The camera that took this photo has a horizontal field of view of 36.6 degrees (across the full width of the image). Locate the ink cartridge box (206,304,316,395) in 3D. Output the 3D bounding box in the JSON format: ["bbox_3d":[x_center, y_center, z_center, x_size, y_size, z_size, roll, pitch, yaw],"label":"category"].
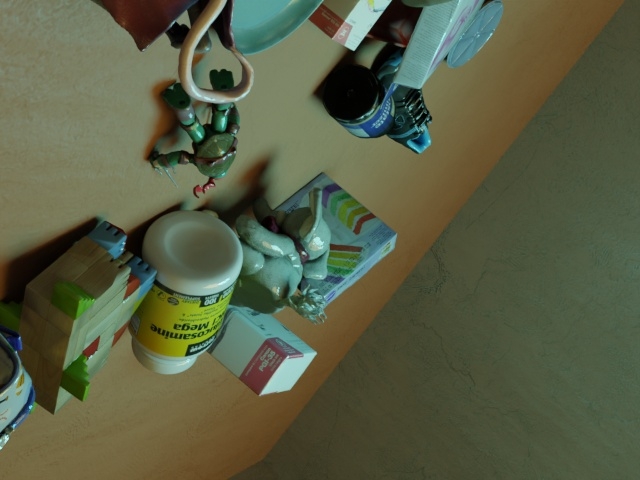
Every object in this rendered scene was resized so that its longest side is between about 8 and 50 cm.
[{"bbox_3d":[-0.175,0.218,2.206,0.117,0.283,0.207,-54,163,8],"label":"ink cartridge box"}]

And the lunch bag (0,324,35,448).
[{"bbox_3d":[-0.508,0.164,1.200,0.243,0.303,0.115,-39,152,-28],"label":"lunch bag"}]

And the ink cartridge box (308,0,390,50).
[{"bbox_3d":[0.078,-0.445,1.723,0.198,0.067,0.115,-53,163,14],"label":"ink cartridge box"}]

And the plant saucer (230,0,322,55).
[{"bbox_3d":[-0.054,-0.424,1.473,0.317,0.044,0.317,-44,165,-15],"label":"plant saucer"}]

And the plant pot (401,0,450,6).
[{"bbox_3d":[0.220,-0.543,1.592,0.284,0.284,0.191,-42,119,-19],"label":"plant pot"}]

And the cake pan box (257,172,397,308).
[{"bbox_3d":[0.000,0.000,2.226,0.267,0.246,0.070,-38,157,-27],"label":"cake pan box"}]

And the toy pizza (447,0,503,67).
[{"bbox_3d":[0.375,-0.513,2.387,0.201,0.032,0.201,-42,163,-16],"label":"toy pizza"}]

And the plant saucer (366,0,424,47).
[{"bbox_3d":[0.183,-0.507,1.888,0.259,0.048,0.258,-53,163,19],"label":"plant saucer"}]

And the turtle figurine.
[{"bbox_3d":[-0.188,-0.171,1.604,0.175,0.118,0.234,-40,156,-25],"label":"turtle figurine"}]

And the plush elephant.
[{"bbox_3d":[-0.092,0.009,2.024,0.272,0.330,0.255,96,20,-52],"label":"plush elephant"}]

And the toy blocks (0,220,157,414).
[{"bbox_3d":[-0.395,0.115,1.665,0.261,0.191,0.381,-49,169,-43],"label":"toy blocks"}]

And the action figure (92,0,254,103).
[{"bbox_3d":[-0.122,-0.369,1.076,0.370,0.276,0.248,-42,163,31],"label":"action figure"}]

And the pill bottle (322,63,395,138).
[{"bbox_3d":[0.089,-0.282,2.025,0.123,0.123,0.219,-50,163,6],"label":"pill bottle"}]

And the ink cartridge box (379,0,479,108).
[{"bbox_3d":[0.257,-0.441,1.906,0.324,0.071,0.330,-53,170,-43],"label":"ink cartridge box"}]

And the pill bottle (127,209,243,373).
[{"bbox_3d":[-0.274,0.113,1.880,0.188,0.188,0.334,-35,159,-39],"label":"pill bottle"}]

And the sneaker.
[{"bbox_3d":[0.201,-0.317,2.203,0.125,0.139,0.341,-43,161,-8],"label":"sneaker"}]
